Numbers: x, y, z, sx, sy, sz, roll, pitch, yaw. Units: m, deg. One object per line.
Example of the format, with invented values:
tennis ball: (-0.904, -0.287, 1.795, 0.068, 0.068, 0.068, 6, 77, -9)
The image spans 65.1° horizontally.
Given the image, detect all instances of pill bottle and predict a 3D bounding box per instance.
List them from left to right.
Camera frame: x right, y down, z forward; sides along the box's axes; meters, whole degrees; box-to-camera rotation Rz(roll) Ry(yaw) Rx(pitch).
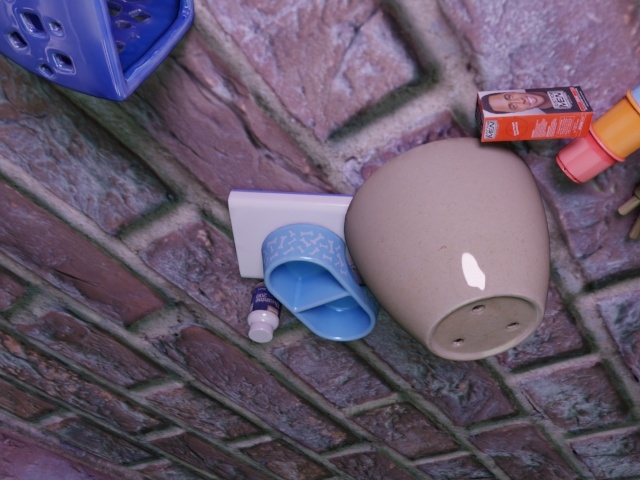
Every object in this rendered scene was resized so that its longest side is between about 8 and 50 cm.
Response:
pill bottle: (-0.117, 0.151, 1.054, 0.067, 0.120, 0.067, 3, 136, 3)

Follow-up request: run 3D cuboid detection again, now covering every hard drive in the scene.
hard drive: (0.000, 0.000, 0.945, 0.319, 0.040, 0.210, 3, 136, 3)

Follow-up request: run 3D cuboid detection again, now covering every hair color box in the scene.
hair color box: (0.297, -0.179, 0.708, 0.141, 0.071, 0.043, -2, 135, 8)

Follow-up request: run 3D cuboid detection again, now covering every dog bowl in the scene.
dog bowl: (0.004, 0.093, 0.956, 0.166, 0.074, 0.297, -22, 129, 26)

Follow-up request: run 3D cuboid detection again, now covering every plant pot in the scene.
plant pot: (-0.279, -0.316, 0.531, 0.212, 0.235, 0.235, 11, 136, 4)

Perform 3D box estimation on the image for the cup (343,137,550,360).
cup: (0.218, 0.042, 0.784, 0.332, 0.236, 0.330, -5, 135, -5)

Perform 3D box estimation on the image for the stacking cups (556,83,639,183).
stacking cups: (0.470, -0.188, 0.665, 0.096, 0.095, 0.316, 25, 133, -18)

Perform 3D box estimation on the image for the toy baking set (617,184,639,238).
toy baking set: (0.621, -0.083, 0.802, 0.197, 0.030, 0.256, 17, 134, -14)
